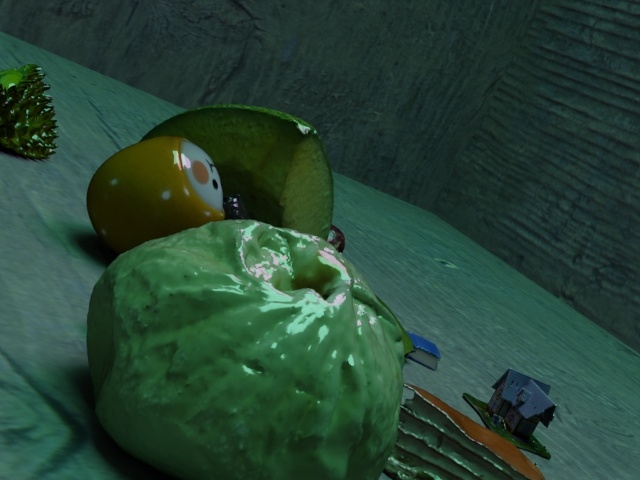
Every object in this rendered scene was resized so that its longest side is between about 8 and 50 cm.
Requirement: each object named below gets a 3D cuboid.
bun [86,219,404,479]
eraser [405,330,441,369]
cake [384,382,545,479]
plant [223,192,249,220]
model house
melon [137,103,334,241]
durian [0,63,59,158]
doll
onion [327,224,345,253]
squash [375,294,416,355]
[{"bbox_3d":[-0.058,0.103,1.082,0.352,0.227,0.349,5,31,-51],"label":"bun"},{"bbox_3d":[0.175,0.192,1.899,0.063,0.027,0.085,27,10,-6],"label":"eraser"},{"bbox_3d":[0.173,0.271,1.297,0.287,0.098,0.135,34,12,9],"label":"cake"},{"bbox_3d":[-0.144,-0.001,1.750,0.092,0.143,0.094,-17,9,-17],"label":"plant"},{"bbox_3d":[0.318,0.262,1.734,0.117,0.088,0.167,25,10,-17],"label":"model house"},{"bbox_3d":[-0.169,-0.098,1.890,0.343,0.226,0.331,24,-29,23],"label":"melon"},{"bbox_3d":[-0.568,-0.230,1.967,0.169,0.158,0.352,-12,22,-14],"label":"durian"},{"bbox_3d":[-0.230,-0.028,1.576,0.213,0.213,0.236,-1,72,-70],"label":"doll"},{"bbox_3d":[0.000,0.000,2.242,0.107,0.097,0.107,9,24,-4],"label":"onion"},{"bbox_3d":[0.084,0.118,1.818,0.184,0.085,0.192,10,21,-35],"label":"squash"}]
